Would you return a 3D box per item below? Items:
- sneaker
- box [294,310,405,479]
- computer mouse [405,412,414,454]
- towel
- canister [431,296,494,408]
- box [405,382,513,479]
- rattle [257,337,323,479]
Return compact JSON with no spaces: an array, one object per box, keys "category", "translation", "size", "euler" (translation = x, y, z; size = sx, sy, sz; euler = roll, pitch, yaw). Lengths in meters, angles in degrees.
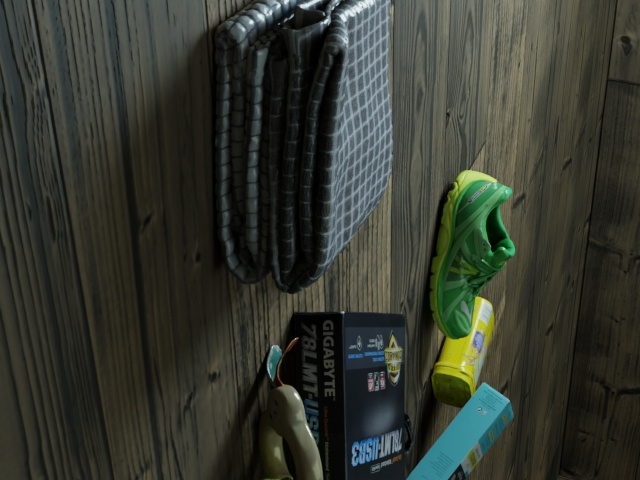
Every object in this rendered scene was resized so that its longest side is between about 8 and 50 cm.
[{"category":"sneaker","translation":[0.251,0.035,2.158],"size":[0.109,0.123,0.295],"euler":[-42,141,-61]},{"category":"box","translation":[0.044,0.237,1.672],"size":[0.295,0.073,0.293],"euler":[14,73,-72]},{"category":"computer mouse","translation":[0.117,0.388,2.151],"size":[0.071,0.041,0.242],"euler":[-12,109,-52]},{"category":"towel","translation":[-0.004,-0.117,1.321],"size":[0.235,0.121,0.283],"euler":[-49,147,-56]},{"category":"canister","translation":[0.259,0.199,2.372],"size":[0.126,0.073,0.170],"euler":[75,32,-55]},{"category":"box","translation":[0.242,0.374,2.325],"size":[0.244,0.060,0.100],"euler":[-50,154,-12]},{"category":"rattle","translation":[-0.077,0.219,1.470],"size":[0.130,0.143,0.199],"euler":[-135,-144,-74]}]
